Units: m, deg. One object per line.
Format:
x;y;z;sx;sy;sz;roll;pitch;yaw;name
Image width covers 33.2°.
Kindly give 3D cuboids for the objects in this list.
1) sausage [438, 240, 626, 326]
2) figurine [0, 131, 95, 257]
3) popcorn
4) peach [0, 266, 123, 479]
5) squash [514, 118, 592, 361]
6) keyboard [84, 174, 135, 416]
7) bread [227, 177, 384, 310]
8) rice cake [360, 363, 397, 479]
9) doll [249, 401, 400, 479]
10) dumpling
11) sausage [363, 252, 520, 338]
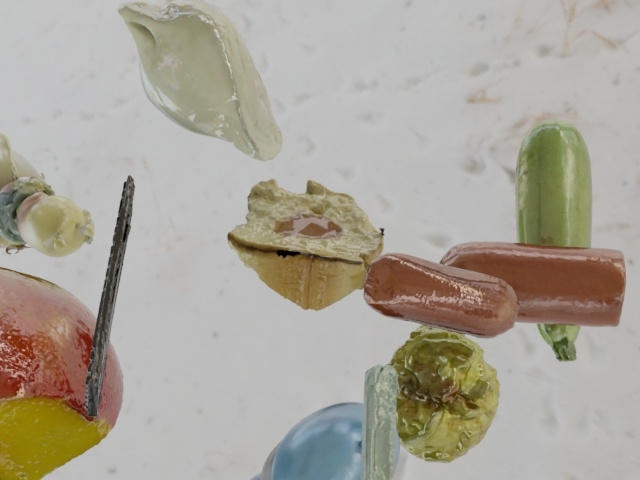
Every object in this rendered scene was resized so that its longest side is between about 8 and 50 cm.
0.290;0.059;1.490;0.259;0.113;0.113;3;68;8;sausage
-0.573;-0.080;2.058;0.227;0.274;0.394;-28;37;-33;figurine
0.194;0.248;1.770;0.181;0.217;0.234;11;93;34;popcorn
-0.429;0.163;1.424;0.242;0.306;0.380;-40;27;6;peach
0.350;-0.002;1.614;0.118;0.118;0.370;-6;78;35;squash
-0.217;0.055;1.110;0.087;0.017;0.250;111;165;-56;keyboard
-0.002;-0.009;1.839;0.211;0.224;0.183;-24;32;32;bread
0.051;0.195;0.968;0.033;0.029;0.170;132;145;-64;rice cake
-0.002;0.294;1.307;0.141;0.177;0.314;48;139;7;doll
-0.123;-0.200;1.275;0.252;0.179;0.131;44;113;6;dumpling
0.141;0.065;1.245;0.077;0.194;0.077;-167;90;-74;sausage
